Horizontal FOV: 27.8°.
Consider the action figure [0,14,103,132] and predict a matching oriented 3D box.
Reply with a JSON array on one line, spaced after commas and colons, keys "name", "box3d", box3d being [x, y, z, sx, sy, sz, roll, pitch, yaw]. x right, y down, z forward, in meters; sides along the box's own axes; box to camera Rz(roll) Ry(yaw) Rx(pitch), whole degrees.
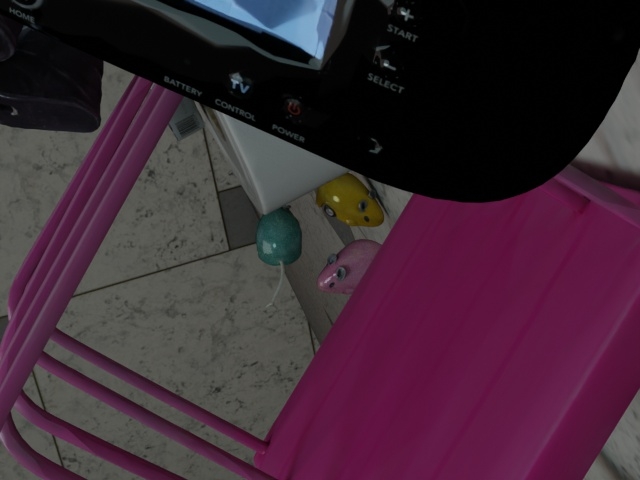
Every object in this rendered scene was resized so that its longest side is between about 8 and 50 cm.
[{"name": "action figure", "box3d": [-0.101, -0.197, 0.569, 0.099, 0.285, 0.185, 16, 158, 7]}]

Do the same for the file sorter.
[{"name": "file sorter", "box3d": [-0.019, 0.019, 0.536, 0.182, 0.202, 0.290, 30, -178, -13]}]

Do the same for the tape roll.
[{"name": "tape roll", "box3d": [-0.068, -0.166, 1.006, 0.286, 0.100, 0.286, 62, 176, 8]}]

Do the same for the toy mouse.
[{"name": "toy mouse", "box3d": [0.000, 0.000, 1.055, 0.161, 0.143, 0.031, 35, 150, 20]}]

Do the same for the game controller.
[{"name": "game controller", "box3d": [-0.063, -0.124, 0.320, 0.319, 0.067, 0.167, 25, 126, 8]}]

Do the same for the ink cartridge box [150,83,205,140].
[{"name": "ink cartridge box", "box3d": [-0.137, -0.145, 1.073, 0.115, 0.029, 0.063, 60, 175, 23]}]
